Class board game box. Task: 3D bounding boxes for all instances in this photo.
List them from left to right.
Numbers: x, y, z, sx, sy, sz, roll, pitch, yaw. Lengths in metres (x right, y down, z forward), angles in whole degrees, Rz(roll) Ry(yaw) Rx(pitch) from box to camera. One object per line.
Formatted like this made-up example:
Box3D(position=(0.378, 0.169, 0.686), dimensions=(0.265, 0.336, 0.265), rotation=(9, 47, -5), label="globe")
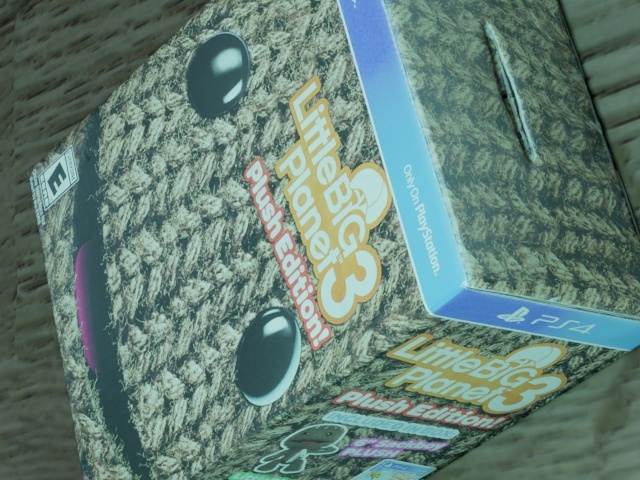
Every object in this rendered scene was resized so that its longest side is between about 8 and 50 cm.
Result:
Box3D(position=(0.000, 0.000, 1.007), dimensions=(0.291, 0.141, 0.232), rotation=(-38, 55, 37), label="board game box")
